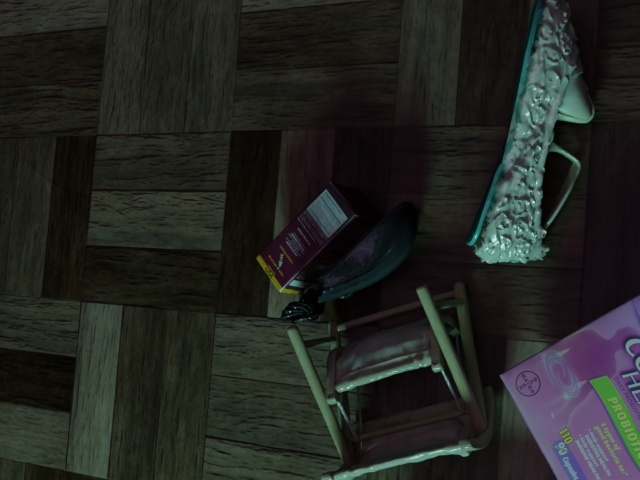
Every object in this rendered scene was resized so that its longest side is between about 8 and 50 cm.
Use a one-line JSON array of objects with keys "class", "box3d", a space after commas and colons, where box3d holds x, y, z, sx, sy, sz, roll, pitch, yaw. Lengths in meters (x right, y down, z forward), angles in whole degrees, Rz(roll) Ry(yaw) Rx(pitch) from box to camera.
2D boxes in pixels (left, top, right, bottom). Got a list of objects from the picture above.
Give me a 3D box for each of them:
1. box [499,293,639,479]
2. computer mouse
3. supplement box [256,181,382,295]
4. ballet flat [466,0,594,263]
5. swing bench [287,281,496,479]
[{"class": "box", "box3d": [0.408, 0.216, 1.368, 0.243, 0.117, 0.214, -33, 71, 20]}, {"class": "computer mouse", "box3d": [0.063, 0.050, 1.620, 0.272, 0.188, 0.072, -43, 84, 6]}, {"class": "supplement box", "box3d": [0.000, 0.000, 1.679, 0.188, 0.104, 0.081, -45, 64, 18]}, {"class": "ballet flat", "box3d": [0.329, -0.156, 1.506, 0.147, 0.147, 0.409, 18, 97, 31]}, {"class": "swing bench", "box3d": [0.116, 0.219, 1.556, 0.253, 0.165, 0.255, -19, 81, 27]}]
